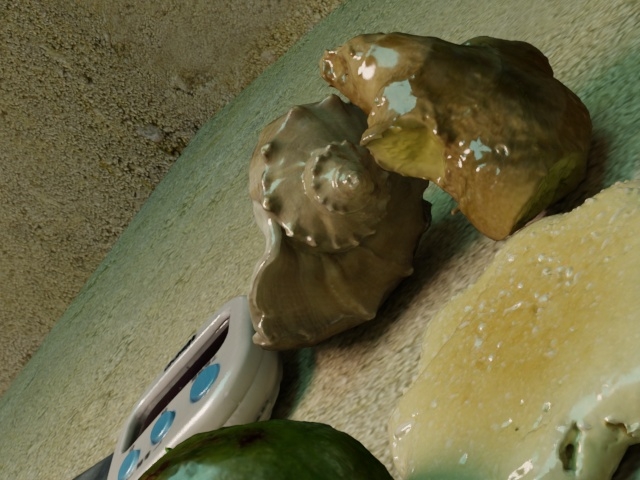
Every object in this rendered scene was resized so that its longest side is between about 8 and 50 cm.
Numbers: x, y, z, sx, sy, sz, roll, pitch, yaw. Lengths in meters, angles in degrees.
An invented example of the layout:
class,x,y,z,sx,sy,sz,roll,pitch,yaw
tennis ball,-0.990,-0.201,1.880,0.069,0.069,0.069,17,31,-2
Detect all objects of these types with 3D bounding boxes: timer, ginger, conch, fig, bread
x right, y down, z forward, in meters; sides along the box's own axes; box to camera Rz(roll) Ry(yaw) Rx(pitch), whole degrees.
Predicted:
class,x,y,z,sx,sy,sz,roll,pitch,yaw
timer,-0.140,0.195,1.064,0.262,0.087,0.237,-47,15,15
ginger,0.120,-0.126,0.833,0.219,0.270,0.123,-38,-19,-35
conch,0.010,0.003,0.959,0.324,0.186,0.263,75,-142,-73
fig,-0.022,0.200,0.603,0.203,0.203,0.235,-46,-5,11
bread,0.155,0.073,0.643,0.316,0.054,0.316,-46,15,16

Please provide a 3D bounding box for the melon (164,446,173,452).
class,x,y,z,sx,sy,sz,roll,pitch,yaw
melon,-0.148,0.307,0.716,0.323,0.124,0.196,-54,13,23

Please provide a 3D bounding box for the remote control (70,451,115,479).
class,x,y,z,sx,sy,sz,roll,pitch,yaw
remote control,-0.347,0.372,1.289,0.377,0.044,0.107,-37,16,35
